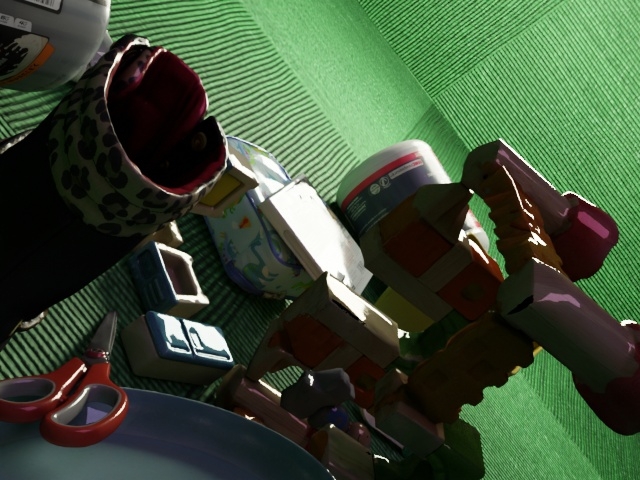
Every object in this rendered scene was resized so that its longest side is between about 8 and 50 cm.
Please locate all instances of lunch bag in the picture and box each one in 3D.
[{"bbox_3d":[-0.077,-0.025,1.339,0.176,0.090,0.219,13,45,-59],"label":"lunch bag"}]

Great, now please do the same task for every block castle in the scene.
[{"bbox_3d":[0.100,0.153,0.948,0.212,0.453,0.303,37,24,-21],"label":"block castle"}]

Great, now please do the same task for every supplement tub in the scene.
[{"bbox_3d":[0.167,-0.016,1.709,0.272,0.191,0.191,59,21,14],"label":"supplement tub"},{"bbox_3d":[-0.361,-0.252,0.935,0.194,0.193,0.316,59,22,14],"label":"supplement tub"}]

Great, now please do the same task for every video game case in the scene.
[{"bbox_3d":[0.000,0.000,1.314,0.173,0.022,0.190,54,18,-4],"label":"video game case"}]

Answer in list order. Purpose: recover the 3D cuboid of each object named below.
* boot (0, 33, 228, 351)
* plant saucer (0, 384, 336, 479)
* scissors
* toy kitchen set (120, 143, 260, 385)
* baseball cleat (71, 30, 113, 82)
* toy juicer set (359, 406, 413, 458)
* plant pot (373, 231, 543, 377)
[{"bbox_3d":[-0.206,-0.047,0.815,0.138,0.284,0.377,48,22,-16],"label":"boot"},{"bbox_3d":[-0.136,0.187,0.727,0.317,0.044,0.317,12,12,-3],"label":"plant saucer"},{"bbox_3d":[-0.191,0.113,0.873,0.108,0.021,0.297,12,11,8],"label":"scissors"},{"bbox_3d":[-0.130,0.018,1.047,0.122,0.166,0.207,21,38,-56],"label":"toy kitchen set"},{"bbox_3d":[-0.271,-0.200,1.253,0.206,0.072,0.109,48,35,-3],"label":"baseball cleat"},{"bbox_3d":[0.182,0.353,1.307,0.209,0.089,0.329,28,32,-49],"label":"toy juicer set"},{"bbox_3d":[0.183,0.134,1.504,0.212,0.187,0.212,58,25,9],"label":"plant pot"}]
